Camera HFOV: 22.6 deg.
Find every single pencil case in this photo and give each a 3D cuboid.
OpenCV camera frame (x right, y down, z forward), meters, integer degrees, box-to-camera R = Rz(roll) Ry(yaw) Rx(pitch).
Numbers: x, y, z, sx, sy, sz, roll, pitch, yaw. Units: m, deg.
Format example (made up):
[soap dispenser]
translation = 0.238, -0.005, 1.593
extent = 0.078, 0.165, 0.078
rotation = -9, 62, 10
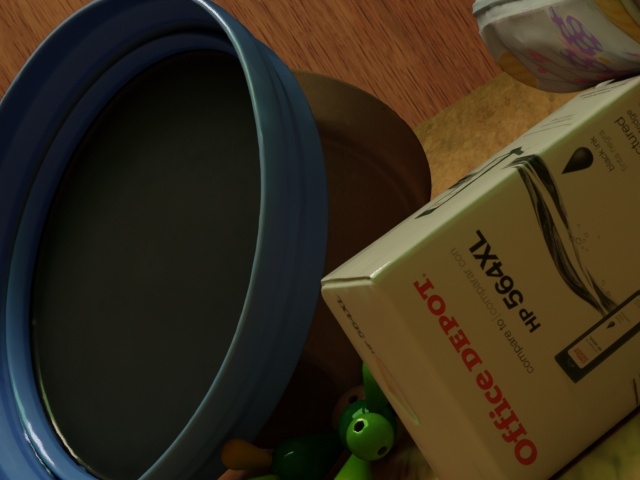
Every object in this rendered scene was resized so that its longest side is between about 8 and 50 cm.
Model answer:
[pencil case]
translation = 0.179, -0.150, 0.953
extent = 0.124, 0.113, 0.273
rotation = -18, 4, -7

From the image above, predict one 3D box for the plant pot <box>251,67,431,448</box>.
[plant pot]
translation = -0.044, 0.030, 1.265
extent = 0.263, 0.263, 0.229
rotation = -29, 38, 32

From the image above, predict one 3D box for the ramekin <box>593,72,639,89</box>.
[ramekin]
translation = 0.316, -0.106, 1.038
extent = 0.273, 0.127, 0.273
rotation = -33, 7, 4

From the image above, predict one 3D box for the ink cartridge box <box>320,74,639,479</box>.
[ink cartridge box]
translation = 0.126, 0.026, 0.880
extent = 0.203, 0.148, 0.086
rotation = -36, 9, -18

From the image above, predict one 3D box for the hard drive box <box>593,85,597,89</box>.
[hard drive box]
translation = 0.339, -0.276, 1.743
extent = 0.181, 0.232, 0.089
rotation = -32, 6, 21

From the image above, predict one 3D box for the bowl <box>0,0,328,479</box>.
[bowl]
translation = -0.142, 0.011, 1.165
extent = 0.077, 0.391, 0.391
rotation = 15, -32, -41

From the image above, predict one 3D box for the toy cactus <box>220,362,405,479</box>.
[toy cactus]
translation = 0.021, 0.115, 1.035
extent = 0.219, 0.112, 0.180
rotation = -42, -4, 1
